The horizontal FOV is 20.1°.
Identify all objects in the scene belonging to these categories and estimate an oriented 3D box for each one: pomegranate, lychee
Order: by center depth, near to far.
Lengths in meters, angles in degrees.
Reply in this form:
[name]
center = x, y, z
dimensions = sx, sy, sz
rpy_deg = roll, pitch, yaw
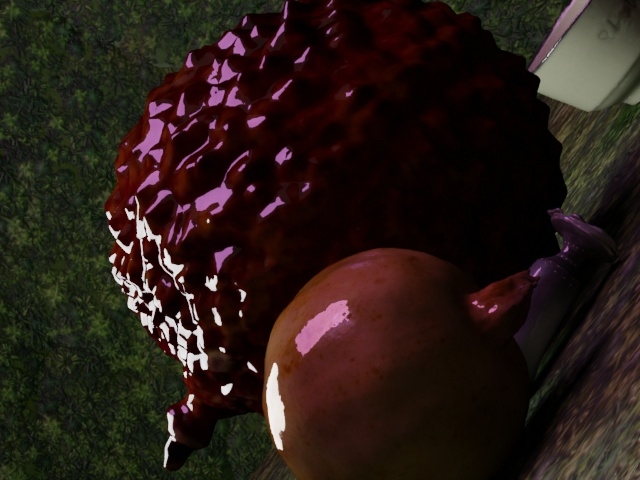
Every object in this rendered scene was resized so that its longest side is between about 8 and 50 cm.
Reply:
[pomegranate]
center = 0.056, 0.109, 1.338
dimensions = 0.207, 0.207, 0.207
rpy_deg = -54, 1, 1
[lychee]
center = 0.000, 0.000, 1.661
dimensions = 0.500, 0.424, 0.424
rpy_deg = -50, 0, -7

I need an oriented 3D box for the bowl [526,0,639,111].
[bowl]
center = 0.342, -0.239, 2.049
dimensions = 0.238, 0.126, 0.238
rpy_deg = -54, 0, 0

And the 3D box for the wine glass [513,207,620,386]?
[wine glass]
center = 0.172, 0.054, 1.460
dimensions = 0.155, 0.072, 0.072
rpy_deg = -54, 1, -10
